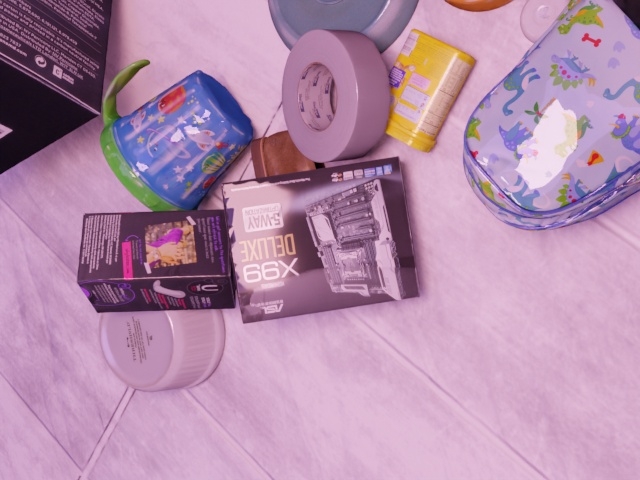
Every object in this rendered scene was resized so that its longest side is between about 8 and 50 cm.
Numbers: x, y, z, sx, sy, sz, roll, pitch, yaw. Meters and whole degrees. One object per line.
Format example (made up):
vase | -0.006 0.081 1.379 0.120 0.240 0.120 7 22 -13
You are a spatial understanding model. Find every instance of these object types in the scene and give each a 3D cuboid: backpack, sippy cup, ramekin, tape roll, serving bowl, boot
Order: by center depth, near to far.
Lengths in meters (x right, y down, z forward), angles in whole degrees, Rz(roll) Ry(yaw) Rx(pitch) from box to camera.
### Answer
backpack | 0.364 -0.172 0.938 0.290 0.273 0.355 53 128 8
serving bowl | 0.348 -0.346 1.037 0.083 0.027 0.083 2 94 29
tape roll | 0.021 -0.244 1.142 0.219 0.072 0.219 20 115 51
boot | -0.038 -0.059 1.240 0.115 0.112 0.305 -16 84 19
sippy cup | -0.258 -0.194 1.291 0.224 0.305 0.240 -36 41 16
ramekin | -0.344 0.192 1.414 0.272 0.127 0.273 3 96 29

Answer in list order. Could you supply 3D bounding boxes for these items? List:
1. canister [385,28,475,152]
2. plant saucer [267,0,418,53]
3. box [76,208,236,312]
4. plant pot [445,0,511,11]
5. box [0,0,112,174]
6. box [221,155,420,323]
canister | 0.166 -0.250 1.122 0.126 0.073 0.170 34 108 23
plant saucer | 0.029 -0.469 1.199 0.317 0.043 0.318 2 94 29
box | -0.298 0.041 1.269 0.270 0.165 0.143 -1 64 -4
plant pot | 0.222 -0.468 1.006 0.205 0.188 0.205 3 95 29
box | -0.693 -0.416 1.373 0.480 0.297 0.472 -20 60 29
box | 0.000 0.000 1.157 0.307 0.076 0.242 -8 90 0
